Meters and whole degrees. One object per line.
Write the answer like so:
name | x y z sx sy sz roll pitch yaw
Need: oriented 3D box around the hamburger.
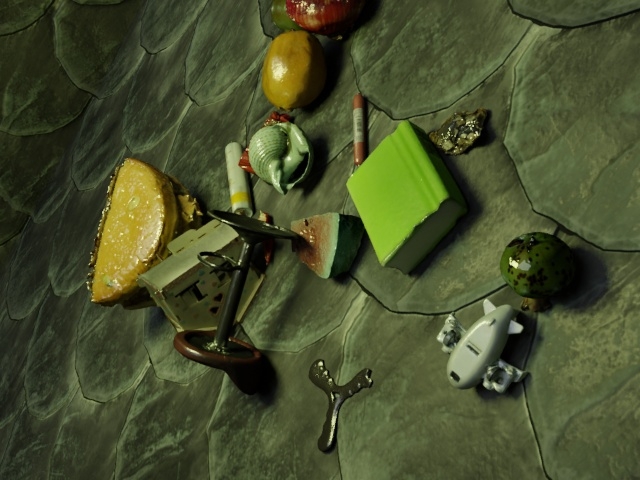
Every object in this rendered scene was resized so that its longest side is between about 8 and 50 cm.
hamburger | -0.466 0.000 2.231 0.287 0.268 0.445 5 76 29

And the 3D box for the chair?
chair | -0.205 0.148 1.797 0.226 0.226 0.401 24 101 54

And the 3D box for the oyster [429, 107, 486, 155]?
oyster | 0.276 -0.226 1.586 0.148 0.051 0.103 -30 41 53

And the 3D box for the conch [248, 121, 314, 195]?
conch | -0.093 -0.208 1.981 0.172 0.131 0.200 -23 79 12

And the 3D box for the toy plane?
toy plane | 0.282 0.184 1.331 0.174 0.080 0.174 -7 78 34

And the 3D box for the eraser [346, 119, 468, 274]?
eraser | 0.177 -0.093 1.608 0.210 0.092 0.274 -48 38 23

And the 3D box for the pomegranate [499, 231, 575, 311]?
pomegranate | 0.362 0.059 1.287 0.122 0.122 0.161 -134 34 -52

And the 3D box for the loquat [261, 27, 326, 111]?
loquat | -0.068 -0.455 2.039 0.187 0.176 0.234 -9 68 59

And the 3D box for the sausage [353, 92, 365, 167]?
sausage | 0.094 -0.268 1.857 0.029 0.029 0.223 -27 51 42

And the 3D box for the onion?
onion | 0.019 -0.609 2.035 0.230 0.163 0.230 -8 42 8

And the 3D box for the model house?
model house | -0.278 0.102 1.993 0.326 0.244 0.169 -35 35 -14

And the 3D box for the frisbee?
frisbee | 0.040 0.317 1.621 0.187 0.012 0.211 -41 42 30

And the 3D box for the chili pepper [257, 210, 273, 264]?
chili pepper | -0.141 -0.010 2.017 0.045 0.027 0.178 -44 41 35

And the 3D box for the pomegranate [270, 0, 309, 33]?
pomegranate | -0.068 -0.624 2.190 0.152 0.131 0.191 17 108 49

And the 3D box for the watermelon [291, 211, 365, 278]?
watermelon | 0.000 0.000 1.800 0.241 0.094 0.154 18 95 56

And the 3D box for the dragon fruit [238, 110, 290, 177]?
dragon fruit | -0.131 -0.262 2.130 0.092 0.122 0.192 30 93 14

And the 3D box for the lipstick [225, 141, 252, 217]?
lipstick | -0.235 -0.173 2.200 0.059 0.059 0.264 -41 43 31
